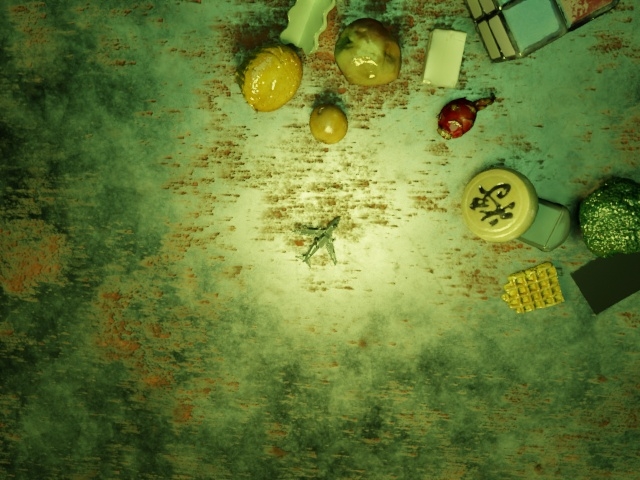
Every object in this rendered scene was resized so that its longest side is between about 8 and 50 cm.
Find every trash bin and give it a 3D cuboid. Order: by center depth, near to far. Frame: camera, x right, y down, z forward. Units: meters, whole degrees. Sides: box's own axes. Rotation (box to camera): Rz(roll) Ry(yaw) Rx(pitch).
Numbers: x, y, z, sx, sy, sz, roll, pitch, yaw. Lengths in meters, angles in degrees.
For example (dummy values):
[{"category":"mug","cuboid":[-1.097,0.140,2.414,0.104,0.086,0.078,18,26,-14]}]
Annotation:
[{"category":"trash bin","cuboid":[0.764,-0.068,1.904,0.236,0.101,0.177,20,106,0]}]

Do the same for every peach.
[{"category":"peach","cuboid":[0.164,-0.604,1.761,0.235,0.214,0.214,29,105,-22]}]

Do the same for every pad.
[{"category":"pad","cuboid":[1.107,0.123,1.978,0.299,0.005,0.202,-34,100,11]}]

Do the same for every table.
[{"category":"table","cuboid":[-0.042,-0.728,1.761,0.166,0.166,0.198,24,113,-3]}]

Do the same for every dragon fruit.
[{"category":"dragon fruit","cuboid":[0.499,-0.434,1.822,0.246,0.125,0.125,-30,88,-4]}]

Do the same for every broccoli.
[{"category":"broccoli","cuboid":[1.038,-0.060,1.818,0.297,0.298,0.298,30,105,-26]}]

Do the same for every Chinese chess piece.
[{"category":"Chinese chess piece","cuboid":[0.612,-0.122,1.834,0.257,0.104,0.258,-1,88,37]}]

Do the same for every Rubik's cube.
[{"category":"Rubik's cube","cuboid":[0.641,-0.755,1.621,0.318,0.313,0.316,-28,101,11]}]

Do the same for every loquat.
[{"category":"loquat","cuboid":[0.026,-0.402,1.845,0.141,0.141,0.141,1,105,3]}]

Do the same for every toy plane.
[{"category":"toy plane","cuboid":[0.000,0.002,1.990,0.226,0.058,0.226,38,104,-23]}]

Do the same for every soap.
[{"category":"soap","cuboid":[0.413,-0.615,1.801,0.121,0.064,0.183,9,105,0]}]

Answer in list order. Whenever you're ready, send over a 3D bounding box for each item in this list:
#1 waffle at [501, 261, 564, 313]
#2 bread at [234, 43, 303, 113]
[{"category":"waffle","cuboid":[0.777,0.183,1.989,0.210,0.055,0.161,-18,103,9]},{"category":"bread","cuboid":[-0.170,-0.550,1.794,0.240,0.240,0.139,-48,55,13]}]
